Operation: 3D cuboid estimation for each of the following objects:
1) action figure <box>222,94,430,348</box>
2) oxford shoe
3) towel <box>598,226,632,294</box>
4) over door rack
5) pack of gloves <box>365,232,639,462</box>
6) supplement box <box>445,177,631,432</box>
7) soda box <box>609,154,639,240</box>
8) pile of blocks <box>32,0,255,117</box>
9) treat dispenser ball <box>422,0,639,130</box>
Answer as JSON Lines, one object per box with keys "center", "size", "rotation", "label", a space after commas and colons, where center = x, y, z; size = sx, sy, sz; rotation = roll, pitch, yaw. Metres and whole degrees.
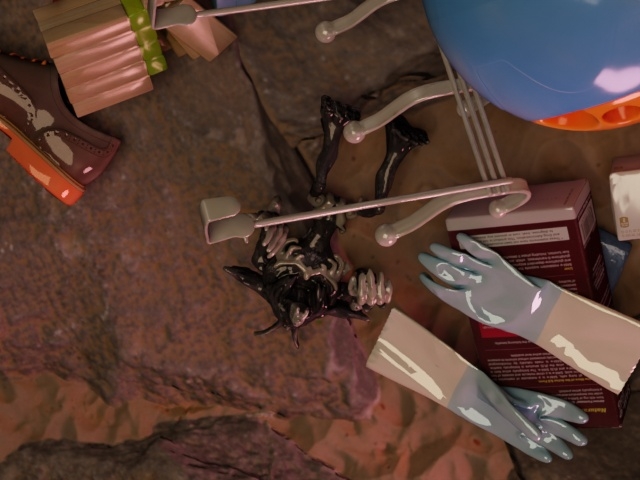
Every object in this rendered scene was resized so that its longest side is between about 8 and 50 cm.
{"center": [0.000, 0.000, 1.501], "size": [0.164, 0.141, 0.275], "rotation": [20, 108, -3], "label": "action figure"}
{"center": [-0.324, -0.164, 1.577], "size": [0.098, 0.097, 0.271], "rotation": [-45, 95, 1], "label": "oxford shoe"}
{"center": [0.243, 0.007, 1.495], "size": [0.119, 0.029, 0.067], "rotation": [25, 112, 8], "label": "towel"}
{"center": [0.008, -0.117, 1.364], "size": [0.108, 0.324, 0.239], "rotation": [-51, 50, 56], "label": "over door rack"}
{"center": [0.171, 0.112, 1.441], "size": [0.232, 0.046, 0.195], "rotation": [28, 125, 8], "label": "pack of gloves"}
{"center": [0.215, 0.067, 1.469], "size": [0.130, 0.073, 0.239], "rotation": [-5, 113, 24], "label": "supplement box"}
{"center": [0.383, -0.052, 1.417], "size": [0.216, 0.074, 0.069], "rotation": [-7, 103, 17], "label": "soda box"}
{"center": [-0.132, -0.277, 1.490], "size": [0.362, 0.149, 0.112], "rotation": [-37, 50, 12], "label": "pile of blocks"}
{"center": [0.228, -0.237, 1.291], "size": [0.288, 0.288, 0.288], "rotation": [4, 106, 14], "label": "treat dispenser ball"}
